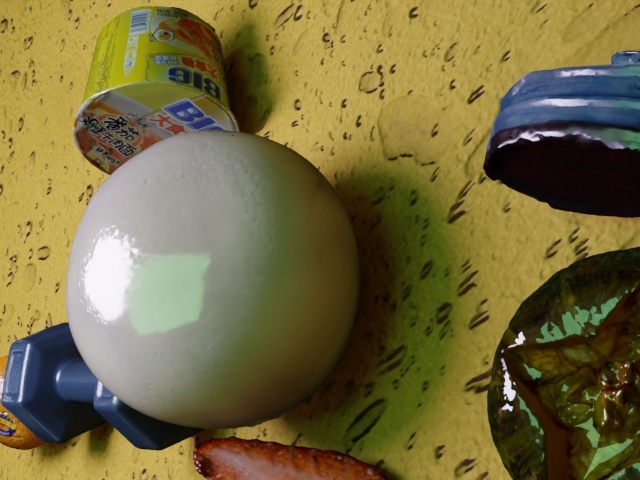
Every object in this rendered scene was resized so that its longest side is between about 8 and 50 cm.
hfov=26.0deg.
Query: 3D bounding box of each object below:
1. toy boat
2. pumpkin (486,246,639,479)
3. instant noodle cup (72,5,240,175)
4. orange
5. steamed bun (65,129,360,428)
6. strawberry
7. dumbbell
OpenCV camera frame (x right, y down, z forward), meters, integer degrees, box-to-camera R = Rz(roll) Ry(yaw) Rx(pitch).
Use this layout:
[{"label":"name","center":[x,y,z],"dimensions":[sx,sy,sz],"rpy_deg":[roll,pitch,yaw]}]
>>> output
[{"label":"toy boat","center":[0.257,-0.102,1.160],"dimensions":[0.309,0.129,0.142],"rpy_deg":[5,53,52]},{"label":"pumpkin","center":[0.243,0.120,1.056],"dimensions":[0.238,0.159,0.237],"rpy_deg":[-7,76,29]},{"label":"instant noodle cup","center":[-0.203,-0.186,1.711],"dimensions":[0.205,0.205,0.153],"rpy_deg":[-36,45,39]},{"label":"orange","center":[-0.404,0.215,1.874],"dimensions":[0.135,0.136,0.117],"rpy_deg":[-46,12,32]},{"label":"steamed bun","center":[-0.118,0.034,1.435],"dimensions":[0.324,0.206,0.324],"rpy_deg":[-9,66,22]},{"label":"strawberry","center":[-0.014,0.276,1.334],"dimensions":[0.236,0.175,0.106],"rpy_deg":[37,129,55]},{"label":"dumbbell","center":[-0.261,0.172,1.694],"dimensions":[0.316,0.156,0.143],"rpy_deg":[-7,102,51]}]
